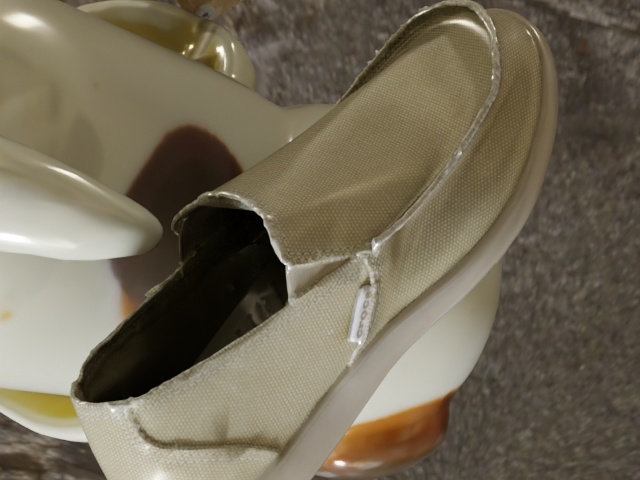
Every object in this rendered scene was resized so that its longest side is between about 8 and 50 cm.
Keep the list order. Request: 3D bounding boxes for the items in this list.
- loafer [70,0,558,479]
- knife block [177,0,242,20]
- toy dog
[{"bbox_3d":[0.000,0.000,0.568,0.102,0.092,0.268,16,67,49],"label":"loafer"},{"bbox_3d":[-0.110,-0.267,0.885,0.088,0.275,0.242,-32,61,2],"label":"knife block"},{"bbox_3d":[-0.087,-0.021,0.776,0.408,0.395,0.284,16,76,-31],"label":"toy dog"}]
